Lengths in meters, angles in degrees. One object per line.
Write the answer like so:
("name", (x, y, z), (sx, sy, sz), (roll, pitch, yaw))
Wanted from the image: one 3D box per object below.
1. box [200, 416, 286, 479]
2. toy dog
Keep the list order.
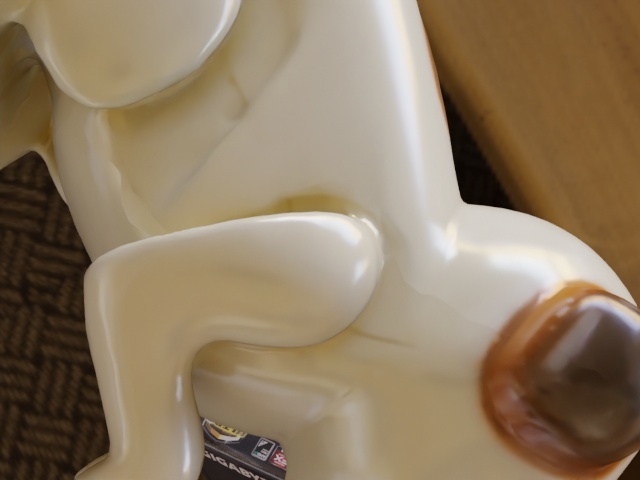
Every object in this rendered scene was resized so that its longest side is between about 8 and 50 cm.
("box", (0.033, 0.273, 1.360), (0.073, 0.295, 0.293), (-58, 151, -22))
("toy dog", (0.000, 0.000, 0.784), (0.395, 0.284, 0.408), (-37, 83, -24))
